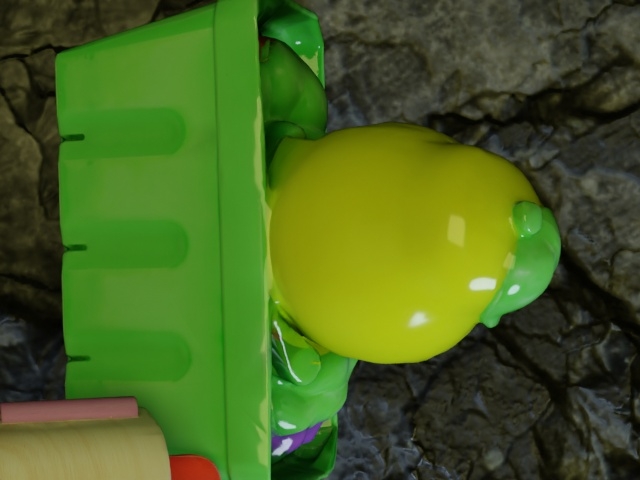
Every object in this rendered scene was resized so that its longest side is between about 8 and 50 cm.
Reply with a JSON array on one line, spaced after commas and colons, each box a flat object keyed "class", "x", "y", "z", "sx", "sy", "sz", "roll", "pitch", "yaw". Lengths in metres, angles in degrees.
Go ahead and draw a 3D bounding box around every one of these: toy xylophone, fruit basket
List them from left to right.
[{"class": "toy xylophone", "x": -0.184, "y": 0.258, "z": 1.265, "sx": 0.236, "sy": 0.081, "sz": 0.322, "roll": 6, "pitch": 85, "yaw": -16}, {"class": "fruit basket", "x": 0.000, "y": 0.000, "z": 1.413, "sx": 0.392, "sy": 0.283, "sz": 0.392, "roll": 0, "pitch": 90, "yaw": 11}]
